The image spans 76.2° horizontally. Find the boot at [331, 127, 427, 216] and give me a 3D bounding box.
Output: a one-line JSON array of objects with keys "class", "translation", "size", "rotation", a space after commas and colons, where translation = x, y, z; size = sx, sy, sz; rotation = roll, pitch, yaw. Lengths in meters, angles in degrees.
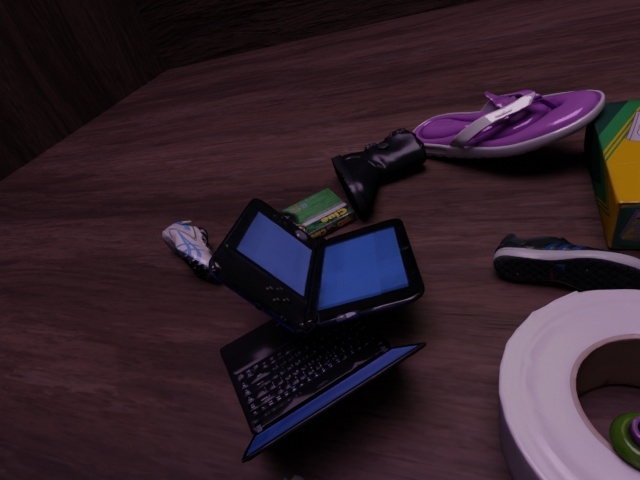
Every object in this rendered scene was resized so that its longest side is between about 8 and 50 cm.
[{"class": "boot", "translation": [0.144, -0.166, 0.923], "size": [0.207, 0.094, 0.246], "rotation": [-21, 31, 4]}]

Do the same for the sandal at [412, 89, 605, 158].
[{"class": "sandal", "translation": [0.353, -0.258, 0.872], "size": [0.416, 0.102, 0.169], "rotation": [2, 51, 49]}]

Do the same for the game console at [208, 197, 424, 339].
[{"class": "game console", "translation": [0.000, 0.000, 0.664], "size": [0.173, 0.250, 0.293], "rotation": [-48, 13, 20]}]

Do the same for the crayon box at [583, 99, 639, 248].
[{"class": "crayon box", "translation": [0.647, -0.123, 0.639], "size": [0.363, 0.106, 0.313], "rotation": [0, 41, 24]}]

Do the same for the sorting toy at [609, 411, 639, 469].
[{"class": "sorting toy", "translation": [0.290, 0.169, 0.322], "size": [0.061, 0.042, 0.102], "rotation": [-30, 38, -13]}]

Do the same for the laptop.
[{"class": "laptop", "translation": [-0.024, 0.151, 0.568], "size": [0.234, 0.136, 0.264], "rotation": [-28, 41, -12]}]

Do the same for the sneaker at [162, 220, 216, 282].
[{"class": "sneaker", "translation": [-0.272, 0.014, 0.893], "size": [0.086, 0.085, 0.237], "rotation": [-40, 43, -18]}]

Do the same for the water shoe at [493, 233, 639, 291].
[{"class": "water shoe", "translation": [0.369, 0.023, 0.609], "size": [0.203, 0.073, 0.080], "rotation": [8, 43, 30]}]

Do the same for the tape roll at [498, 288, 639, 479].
[{"class": "tape roll", "translation": [0.329, 0.182, 0.407], "size": [0.286, 0.100, 0.286], "rotation": [-13, 38, 10]}]

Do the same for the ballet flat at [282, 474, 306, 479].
[{"class": "ballet flat", "translation": [-0.063, 0.348, 0.404], "size": [0.068, 0.072, 0.213], "rotation": [32, 58, 11]}]

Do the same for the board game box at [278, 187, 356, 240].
[{"class": "board game box", "translation": [-0.064, -0.027, 0.899], "size": [0.260, 0.030, 0.136], "rotation": [-27, 36, -10]}]
